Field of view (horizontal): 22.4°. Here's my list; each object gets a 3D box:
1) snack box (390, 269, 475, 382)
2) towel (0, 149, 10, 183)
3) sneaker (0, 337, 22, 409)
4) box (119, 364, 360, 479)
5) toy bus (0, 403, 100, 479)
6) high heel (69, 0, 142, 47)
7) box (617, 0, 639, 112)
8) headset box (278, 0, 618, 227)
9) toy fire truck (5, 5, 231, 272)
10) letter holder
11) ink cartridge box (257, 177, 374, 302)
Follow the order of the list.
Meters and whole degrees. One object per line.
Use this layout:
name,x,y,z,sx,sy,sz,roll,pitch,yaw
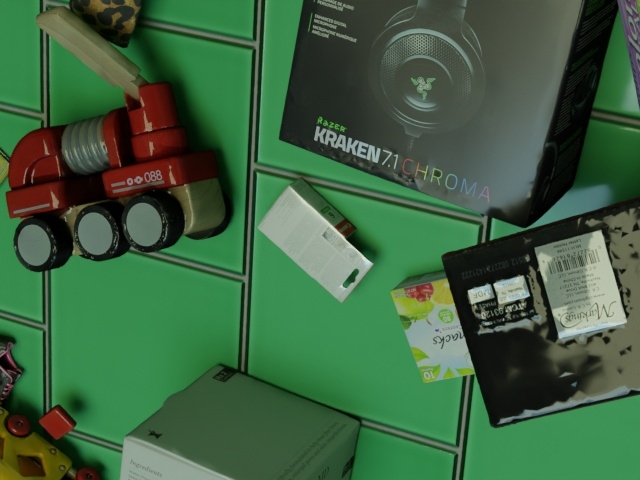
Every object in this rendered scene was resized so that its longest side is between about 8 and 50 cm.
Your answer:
snack box,0.148,0.074,1.533,0.141,0.037,0.100,-14,103,32
towel,-0.374,-0.077,1.769,0.060,0.009,0.083,45,124,5
sneaker,-0.368,0.161,1.844,0.057,0.047,0.119,5,113,14
box,-0.083,0.237,1.635,0.182,0.181,0.119,20,118,21
toy bus,-0.333,0.287,1.817,0.202,0.104,0.191,-2,118,29
high heel,-0.133,-0.283,1.537,0.261,0.093,0.186,-9,128,18
box,0.354,-0.186,1.209,0.243,0.117,0.213,-14,104,-1
headset box,0.120,-0.192,1.387,0.246,0.131,0.283,22,117,19
toy fire truck,-0.229,-0.103,1.611,0.217,0.158,0.246,-10,93,31
letter holder,0.293,0.032,1.349,0.302,0.214,0.152,-17,89,28
ink cartridge box,0.000,0.000,1.588,0.115,0.029,0.063,42,122,6
